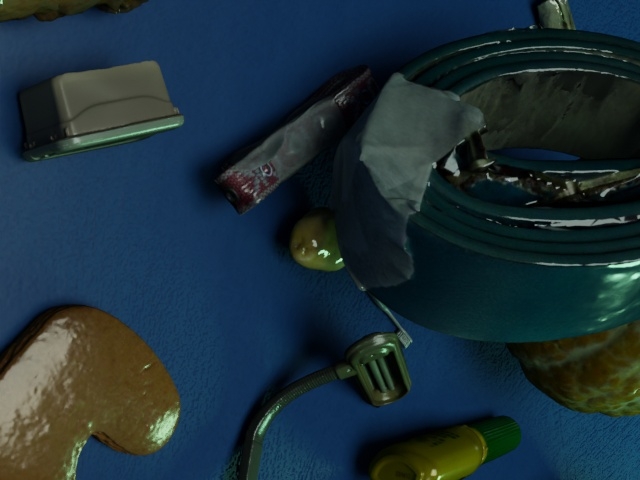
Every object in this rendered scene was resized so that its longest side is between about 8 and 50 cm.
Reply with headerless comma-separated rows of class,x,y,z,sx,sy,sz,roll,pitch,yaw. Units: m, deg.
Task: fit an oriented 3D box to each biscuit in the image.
biscuit,-0.217,0.161,0.901,0.192,0.036,0.186,-52,127,-24

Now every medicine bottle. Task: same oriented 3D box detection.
medicine bottle,0.162,0.252,1.224,0.260,0.095,0.064,-4,82,-52

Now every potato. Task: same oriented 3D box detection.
potato,0.000,0.000,1.060,0.068,0.062,0.083,67,20,7

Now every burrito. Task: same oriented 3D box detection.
burrito,0.324,-0.241,1.339,0.045,0.041,0.185,-53,129,-35

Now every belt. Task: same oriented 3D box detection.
belt,-0.021,-0.102,1.027,0.232,0.071,0.053,-42,115,-34
belt,0.229,-0.062,1.041,0.436,0.173,0.300,-6,55,-20

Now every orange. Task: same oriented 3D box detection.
orange,0.367,0.052,1.254,0.329,0.249,0.329,5,81,-30

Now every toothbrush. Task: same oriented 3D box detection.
toothbrush,0.062,0.068,1.159,0.014,0.011,0.167,-50,126,-19

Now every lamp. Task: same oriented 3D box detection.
lamp,0.001,0.238,1.080,0.203,0.124,0.283,48,59,-58

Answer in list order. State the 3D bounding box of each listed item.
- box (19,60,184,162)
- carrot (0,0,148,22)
box,-0.188,-0.110,0.861,0.122,0.089,0.062,-19,97,-40
carrot,-0.181,-0.236,0.845,0.263,0.102,0.102,-19,108,-41
